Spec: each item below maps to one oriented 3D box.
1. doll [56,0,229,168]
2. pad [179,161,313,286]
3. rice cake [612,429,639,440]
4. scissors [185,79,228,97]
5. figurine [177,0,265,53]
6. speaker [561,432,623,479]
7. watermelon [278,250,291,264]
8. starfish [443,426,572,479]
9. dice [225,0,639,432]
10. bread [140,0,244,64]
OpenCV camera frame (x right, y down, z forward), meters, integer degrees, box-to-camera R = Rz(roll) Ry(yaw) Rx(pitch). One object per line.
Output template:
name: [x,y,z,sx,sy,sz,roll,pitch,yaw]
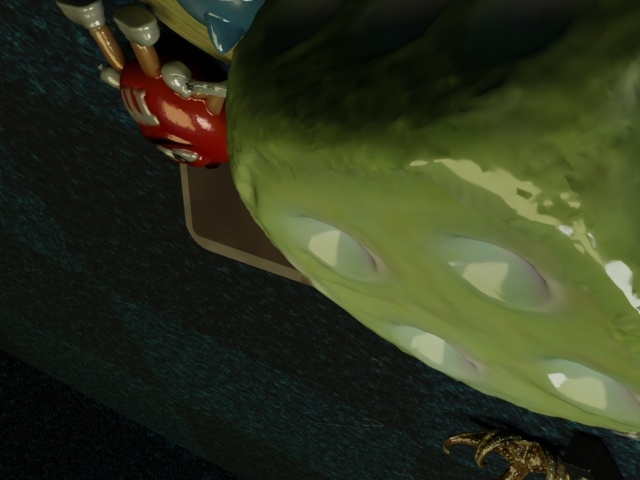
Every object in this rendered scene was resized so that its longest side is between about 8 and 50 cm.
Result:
doll: [-0.149,-0.139,0.953,0.183,0.085,0.217,23,160,44]
pad: [-0.043,-0.037,1.033,0.266,0.002,0.176,17,125,29]
rice cake: [0.427,0.219,1.032,0.269,0.055,0.049,19,160,22]
scissors: [-0.012,-0.117,0.855,0.212,0.021,0.110,12,157,8]
figurine: [-0.077,-0.223,0.676,0.144,0.114,0.178,21,146,41]
speaker: [0.369,0.317,1.326,0.040,0.046,0.191,14,154,39]
watermelon: [0.000,0.000,1.078,0.110,0.078,0.078,14,153,31]
starfish: [0.268,0.317,1.416,0.189,0.074,0.146,19,154,26]
dice: [0.123,-0.064,0.543,0.252,0.254,0.250,10,150,44]
bread: [-0.093,-0.194,0.838,0.193,0.036,0.112,33,164,-8]
